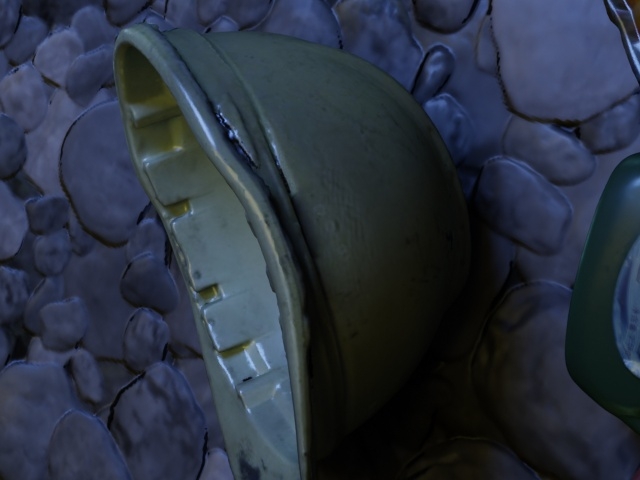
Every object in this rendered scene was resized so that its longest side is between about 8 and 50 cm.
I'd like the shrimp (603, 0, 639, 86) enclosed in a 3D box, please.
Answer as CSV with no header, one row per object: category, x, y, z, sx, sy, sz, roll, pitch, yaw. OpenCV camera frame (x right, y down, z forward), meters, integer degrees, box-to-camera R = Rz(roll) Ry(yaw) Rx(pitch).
shrimp,0.235,-0.135,0.656,0.290,0.054,0.222,-5,75,38

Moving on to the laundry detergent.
laundry detergent,0.208,0.047,0.684,0.211,0.063,0.137,23,104,33

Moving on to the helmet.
helmet,0.004,0.003,0.797,0.204,0.137,0.257,-177,69,-73

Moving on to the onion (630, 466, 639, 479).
onion,0.232,0.151,0.486,0.354,0.353,0.353,-1,88,38
